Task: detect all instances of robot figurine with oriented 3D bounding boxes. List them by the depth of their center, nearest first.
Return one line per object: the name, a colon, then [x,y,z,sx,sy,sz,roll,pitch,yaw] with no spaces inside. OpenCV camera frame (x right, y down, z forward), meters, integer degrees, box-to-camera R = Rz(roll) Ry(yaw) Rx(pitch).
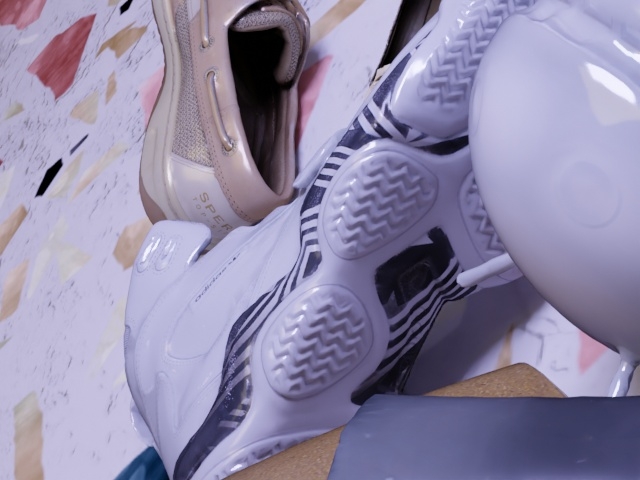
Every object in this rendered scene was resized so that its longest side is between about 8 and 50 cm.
robot figurine: [0.201,-0.084,0.541,0.353,0.200,0.300,-49,23,7]

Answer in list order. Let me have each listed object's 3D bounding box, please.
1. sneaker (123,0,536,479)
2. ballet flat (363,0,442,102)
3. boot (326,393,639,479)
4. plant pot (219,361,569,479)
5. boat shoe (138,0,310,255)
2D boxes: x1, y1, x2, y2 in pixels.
sneaker: [0.000,0.000,0.756,0.366,0.137,0.210,-62,33,4]
ballet flat: [0.070,-0.151,0.874,0.084,0.058,0.250,-22,35,45]
boot: [0.219,0.050,0.334,0.445,0.146,0.367,-12,49,25]
plant pot: [0.023,0.175,0.539,0.254,0.237,0.237,-38,33,-3]
boat shoe: [-0.056,-0.151,1.023,0.110,0.121,0.341,-21,54,34]
